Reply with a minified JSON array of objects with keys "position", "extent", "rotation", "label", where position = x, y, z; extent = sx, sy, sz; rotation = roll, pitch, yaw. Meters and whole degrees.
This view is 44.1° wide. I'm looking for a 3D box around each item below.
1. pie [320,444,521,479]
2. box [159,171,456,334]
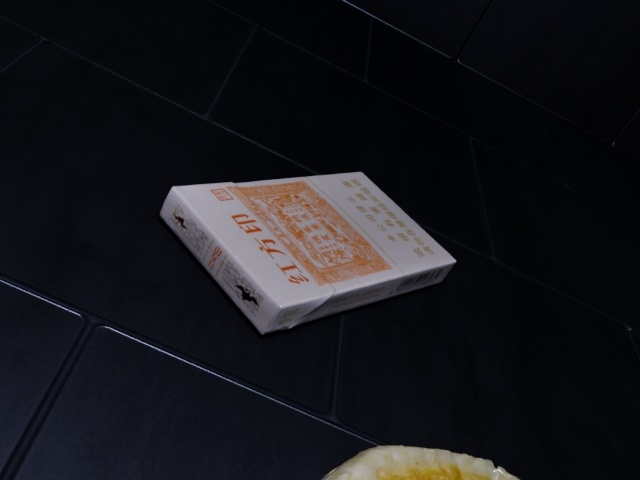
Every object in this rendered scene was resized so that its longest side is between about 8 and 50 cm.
[{"position":[0.125,0.295,0.630],"extent":[0.339,0.077,0.339],"rotation":[17,30,-10],"label":"pie"},{"position":[0.000,-0.001,0.990],"extent":[0.365,0.051,0.204],"rotation":[-11,50,-50],"label":"box"}]
